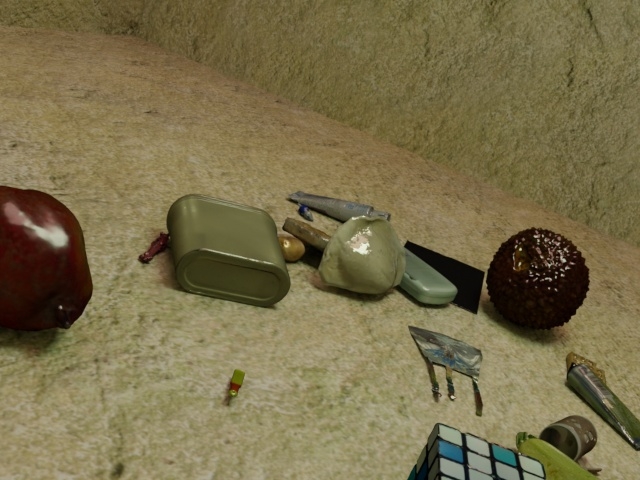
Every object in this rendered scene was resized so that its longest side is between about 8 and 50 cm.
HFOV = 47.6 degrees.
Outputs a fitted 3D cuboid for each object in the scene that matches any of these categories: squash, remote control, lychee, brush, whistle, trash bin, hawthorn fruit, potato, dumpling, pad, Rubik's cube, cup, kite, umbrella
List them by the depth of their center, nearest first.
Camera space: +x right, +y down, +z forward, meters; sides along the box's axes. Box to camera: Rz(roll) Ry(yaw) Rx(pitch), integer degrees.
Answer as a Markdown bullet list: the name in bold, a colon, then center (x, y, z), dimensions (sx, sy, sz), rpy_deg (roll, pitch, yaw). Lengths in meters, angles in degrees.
- **Rubik's cube**: center (0.189, 0.350, 0.908), dimensions (0.155, 0.151, 0.154), rpy_deg (21, 20, 0)
- **hawthorn fruit**: center (-0.431, 0.044, 1.056), dimensions (0.248, 0.208, 0.208), rpy_deg (50, 29, 18)
- **brush**: center (-0.131, 0.225, 1.115), dimensions (0.019, 0.021, 0.083), rpy_deg (21, 13, -4)
- **squash**: center (0.377, 0.372, 1.155), dimensions (0.094, 0.094, 0.224), rpy_deg (11, 15, -26)
- **cup**: center (0.448, 0.356, 1.270), dimensions (0.102, 0.074, 0.099), rpy_deg (35, 23, 35)
- **kite**: center (0.273, 0.255, 1.461), dimensions (0.170, 0.015, 0.310), rpy_deg (19, 18, -7)
- **trash bin**: center (-0.189, 0.019, 1.484), dimensions (0.244, 0.121, 0.247), rpy_deg (13, 24, -21)
- **umbrella**: center (-0.336, 0.011, 1.491), dimensions (0.027, 0.025, 0.165), rpy_deg (41, 19, -9)
- **dumpling**: center (0.112, 0.031, 1.650), dimensions (0.252, 0.179, 0.131), rpy_deg (8, 3, -34)
- **potato**: center (-0.075, 0.017, 1.684), dimensions (0.068, 0.062, 0.083), rpy_deg (0, -23, 20)
- **lychee**: center (0.552, 0.105, 1.820), dimensions (0.268, 0.267, 0.267), rpy_deg (18, 19, -7)
- **remote control**: center (0.211, 0.069, 1.828), dimensions (0.140, 0.056, 0.296), rpy_deg (0, 29, -42)
- **pad**: center (0.326, 0.091, 1.982), dimensions (0.248, 0.007, 0.367), rpy_deg (24, 20, 8)
- **whistle**: center (-0.043, -0.081, 2.040), dimensions (0.083, 0.029, 0.033), rpy_deg (50, -3, 46)

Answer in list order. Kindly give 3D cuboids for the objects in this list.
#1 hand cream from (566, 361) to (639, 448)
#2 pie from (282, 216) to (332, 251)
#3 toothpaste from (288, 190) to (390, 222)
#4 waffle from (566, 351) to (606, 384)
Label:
- **hand cream**: center (0.599, 0.344, 1.515), dimensions (0.087, 0.055, 0.235), rpy_deg (4, 32, -34)
- **pie**: center (0.000, 0.000, 1.767), dimensions (0.195, 0.046, 0.195), rpy_deg (26, 2, -1)
- **toothpaste**: center (0.055, -0.092, 2.128), dimensions (0.300, 0.073, 0.114), rpy_deg (19, 18, 17)
- **waffle**: center (0.612, 0.304, 1.668), dimensions (0.092, 0.021, 0.135), rpy_deg (23, 20, 12)
